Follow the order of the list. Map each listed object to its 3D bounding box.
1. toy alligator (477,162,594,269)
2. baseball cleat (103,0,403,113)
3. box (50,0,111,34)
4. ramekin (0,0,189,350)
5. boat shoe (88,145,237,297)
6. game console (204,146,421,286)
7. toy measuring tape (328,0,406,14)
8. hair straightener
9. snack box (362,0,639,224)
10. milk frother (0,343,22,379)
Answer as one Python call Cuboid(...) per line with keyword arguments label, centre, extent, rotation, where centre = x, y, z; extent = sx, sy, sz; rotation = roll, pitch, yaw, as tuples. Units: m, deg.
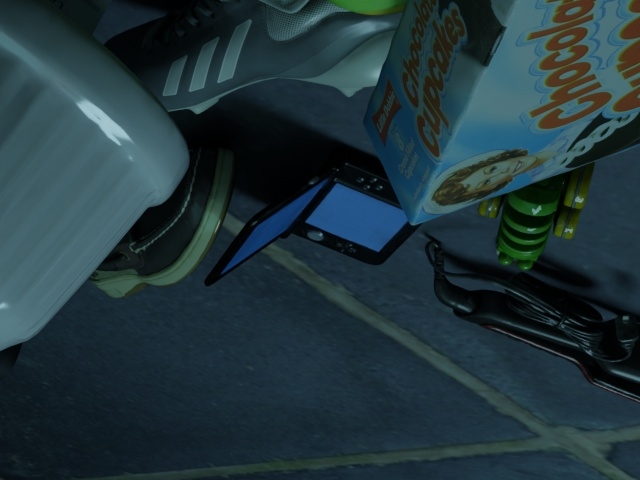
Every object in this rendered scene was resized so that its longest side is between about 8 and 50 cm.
Cuboid(label="toy alligator", centre=(0.117, -0.008, 1.035), extent=(0.056, 0.051, 0.189), rotation=(16, 155, 6))
Cuboid(label="baseball cleat", centre=(-0.044, -0.120, 0.915), extent=(0.206, 0.072, 0.109), rotation=(-4, 134, 30))
Cuboid(label="box", centre=(-0.183, -0.146, 0.884), extent=(0.126, 0.072, 0.137), rotation=(38, 166, -36))
Cuboid(label="ramekin", centre=(-0.205, -0.055, 0.823), extent=(0.273, 0.127, 0.273), rotation=(28, 168, 7))
Cuboid(label="boat shoe", centre=(-0.122, -0.014, 1.151), extent=(0.073, 0.080, 0.223), rotation=(21, 160, -19))
Cuboid(label="game console", centre=(0.000, 0.000, 1.109), extent=(0.107, 0.071, 0.122), rotation=(22, 156, -9))
Cuboid(label="toy measuring tape", centre=(-0.019, -0.145, 0.771), extent=(0.330, 0.121, 0.121), rotation=(-5, 147, 41))
Cuboid(label="hair straightener", centre=(0.172, 0.050, 1.145), extent=(0.230, 0.047, 0.089), rotation=(26, 154, -8))
Cuboid(label="snack box", centre=(0.134, -0.119, 0.663), extent=(0.187, 0.060, 0.322), rotation=(-19, 161, -16))
Cuboid(label="milk frother", centre=(-0.288, 0.033, 1.294), extent=(0.129, 0.134, 0.143), rotation=(-3, 148, 37))
